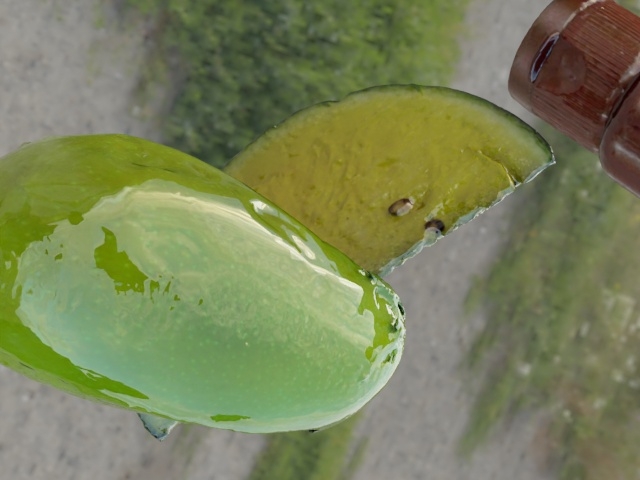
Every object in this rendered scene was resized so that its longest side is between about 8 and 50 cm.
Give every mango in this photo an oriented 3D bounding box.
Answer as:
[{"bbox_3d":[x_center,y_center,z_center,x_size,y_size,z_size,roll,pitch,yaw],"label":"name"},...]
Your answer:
[{"bbox_3d":[-0.044,0.015,0.504,0.074,0.165,0.091,147,-46,-65],"label":"mango"}]

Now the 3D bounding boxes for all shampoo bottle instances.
[{"bbox_3d":[0.193,-0.014,0.619,0.102,0.260,0.064,-17,138,-52],"label":"shampoo bottle"}]

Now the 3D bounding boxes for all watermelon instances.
[{"bbox_3d":[-0.006,-0.009,0.603,0.181,0.075,0.092,-34,-175,2],"label":"watermelon"}]
